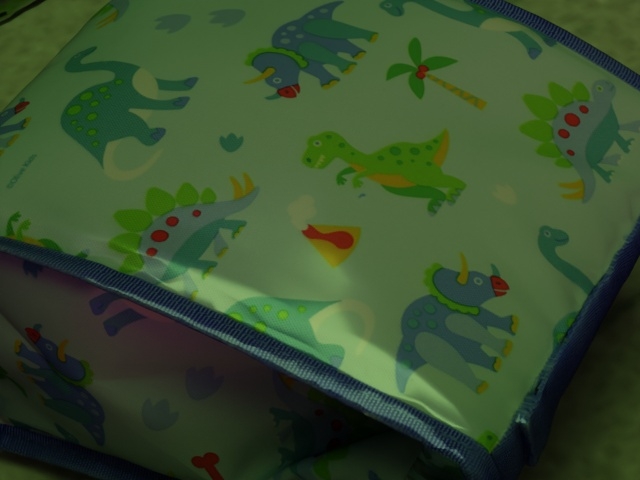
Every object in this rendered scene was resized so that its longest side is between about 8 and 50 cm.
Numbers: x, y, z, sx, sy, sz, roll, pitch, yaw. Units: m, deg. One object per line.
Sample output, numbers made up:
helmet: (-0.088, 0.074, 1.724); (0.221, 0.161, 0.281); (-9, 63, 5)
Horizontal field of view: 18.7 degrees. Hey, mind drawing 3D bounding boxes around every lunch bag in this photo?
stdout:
lunch bag: (0.000, 0.000, 0.466); (0.151, 0.096, 0.129); (10, 47, 29)
